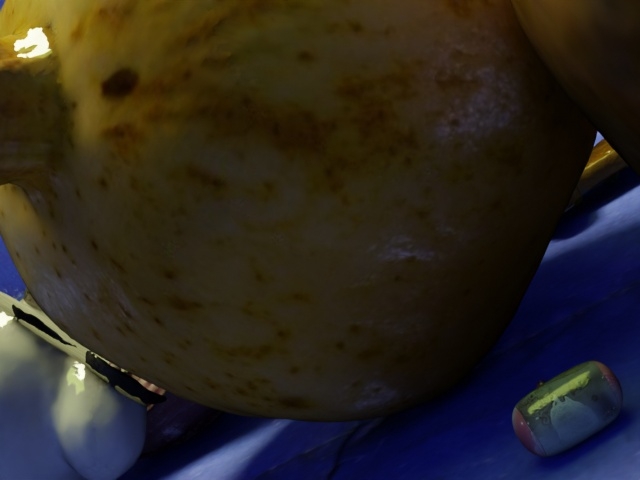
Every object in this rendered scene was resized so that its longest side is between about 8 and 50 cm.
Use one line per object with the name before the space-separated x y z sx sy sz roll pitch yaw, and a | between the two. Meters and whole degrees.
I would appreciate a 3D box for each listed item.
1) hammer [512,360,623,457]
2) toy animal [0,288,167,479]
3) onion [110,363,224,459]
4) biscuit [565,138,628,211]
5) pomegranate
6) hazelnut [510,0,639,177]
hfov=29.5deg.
hammer | 0.113 0.078 0.580 0.052 0.031 0.083 -29 -2 0
toy animal | -0.289 0.186 0.850 0.357 0.194 0.258 -56 38 -4
onion | -0.142 0.092 1.005 0.283 0.120 0.227 -44 35 16
biscuit | 0.181 -0.033 0.951 0.205 0.031 0.138 -31 4 -6
pomegranate | -0.045 -0.075 0.725 0.410 0.410 0.410 -31 8 5
hazelnut | 0.247 -0.164 0.517 0.365 0.366 0.366 -31 8 5
